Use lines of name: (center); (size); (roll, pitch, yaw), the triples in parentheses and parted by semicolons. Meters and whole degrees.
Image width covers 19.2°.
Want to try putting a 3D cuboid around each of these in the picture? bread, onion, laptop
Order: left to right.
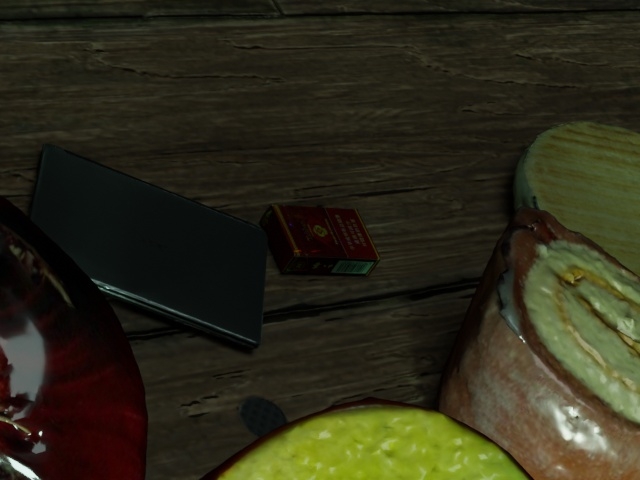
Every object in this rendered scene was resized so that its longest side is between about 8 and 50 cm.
onion: (-0.229, 0.099, 1.024); (0.273, 0.285, 0.273); (2, 79, -13)
laptop: (-0.121, 0.003, 1.334); (0.180, 0.016, 0.129); (21, 39, -16)
bread: (0.199, 0.112, 1.368); (0.244, 0.123, 0.190); (35, 39, 1)
bread: (0.275, 0.003, 1.608); (0.267, 0.040, 0.267); (20, 40, -18)

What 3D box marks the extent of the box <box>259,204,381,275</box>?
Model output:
box: (0.000, 0.000, 1.421); (0.082, 0.023, 0.051); (2, 47, -36)

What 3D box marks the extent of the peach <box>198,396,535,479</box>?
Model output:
peach: (0.033, 0.240, 1.011); (0.274, 0.249, 0.245); (-99, 163, -50)
